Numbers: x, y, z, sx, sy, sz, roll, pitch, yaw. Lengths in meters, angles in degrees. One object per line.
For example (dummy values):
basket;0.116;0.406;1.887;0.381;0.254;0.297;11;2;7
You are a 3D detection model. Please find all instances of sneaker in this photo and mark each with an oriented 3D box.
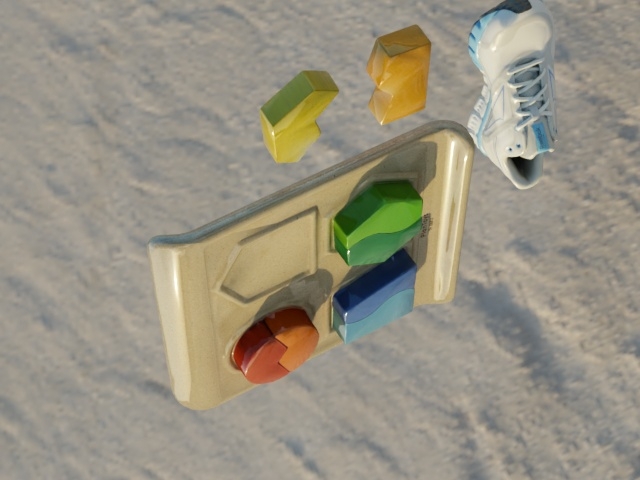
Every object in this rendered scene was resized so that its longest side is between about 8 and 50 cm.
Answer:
sneaker;0.163;-0.113;1.124;0.190;0.071;0.083;80;167;-55

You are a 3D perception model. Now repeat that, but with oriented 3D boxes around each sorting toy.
sorting toy;0.000;0.000;0.954;0.041;0.229;0.307;59;162;32
